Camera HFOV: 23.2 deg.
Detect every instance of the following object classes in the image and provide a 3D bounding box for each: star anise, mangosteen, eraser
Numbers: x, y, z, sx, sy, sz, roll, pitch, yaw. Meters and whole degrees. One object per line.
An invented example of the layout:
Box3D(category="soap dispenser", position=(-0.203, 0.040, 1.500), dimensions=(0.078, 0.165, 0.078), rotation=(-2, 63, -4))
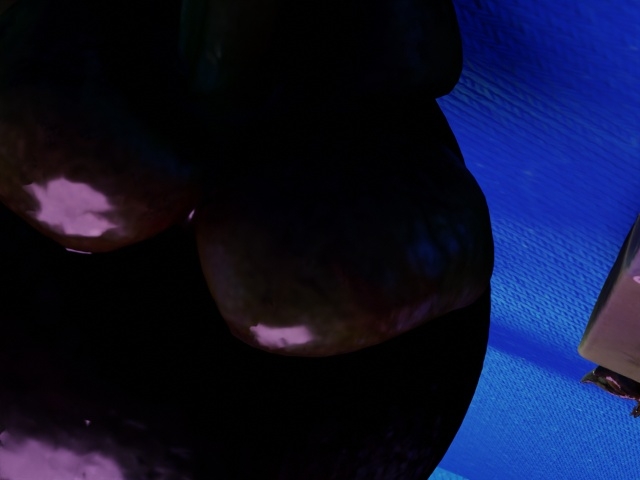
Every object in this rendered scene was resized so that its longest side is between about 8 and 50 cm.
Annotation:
Box3D(category="star anise", position=(0.320, 0.147, 1.485), dimensions=(0.141, 0.042, 0.141), rotation=(27, 169, 6))
Box3D(category="mangosteen", position=(-0.063, -0.014, 0.847), dimensions=(0.382, 0.382, 0.435), rotation=(28, 136, -16))
Box3D(category="eraser", position=(0.260, 0.041, 1.024), dimensions=(0.144, 0.078, 0.343), rotation=(23, 168, 8))
